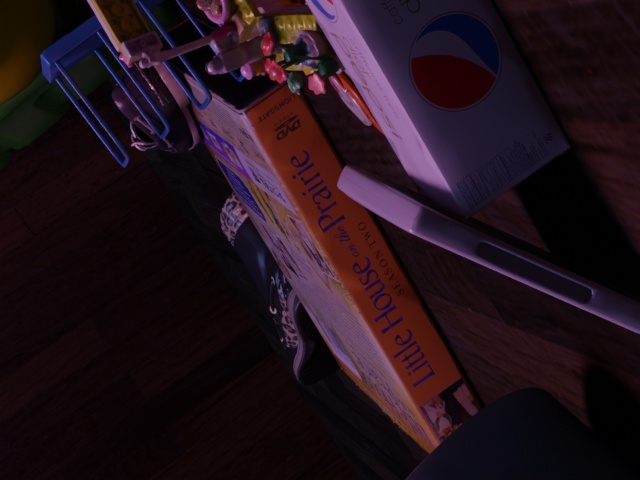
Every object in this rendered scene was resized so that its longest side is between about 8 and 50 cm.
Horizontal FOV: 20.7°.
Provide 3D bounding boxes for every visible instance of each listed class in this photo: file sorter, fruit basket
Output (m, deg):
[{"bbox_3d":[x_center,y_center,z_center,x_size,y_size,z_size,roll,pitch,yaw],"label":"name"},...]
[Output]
[{"bbox_3d":[-0.119,-0.147,1.369,0.104,0.170,0.118,54,173,-3],"label":"file sorter"},{"bbox_3d":[-0.343,-0.224,1.674,0.283,0.392,0.392,53,172,21],"label":"fruit basket"}]

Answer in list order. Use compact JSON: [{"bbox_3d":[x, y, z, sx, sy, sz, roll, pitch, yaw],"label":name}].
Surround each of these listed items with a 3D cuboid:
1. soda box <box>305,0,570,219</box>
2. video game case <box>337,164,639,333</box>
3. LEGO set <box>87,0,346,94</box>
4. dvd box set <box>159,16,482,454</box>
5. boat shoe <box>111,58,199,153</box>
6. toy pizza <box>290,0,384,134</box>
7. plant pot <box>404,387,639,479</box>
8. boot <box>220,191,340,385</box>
[{"bbox_3d":[0.038,-0.121,0.883,0.216,0.069,0.074,59,172,-19],"label":"soda box"},{"bbox_3d":[0.092,0.002,0.966,0.143,0.019,0.157,23,-176,-16],"label":"video game case"},{"bbox_3d":[-0.056,-0.142,1.045,0.287,0.107,0.132,47,147,33],"label":"LEGO set"},{"bbox_3d":[0.000,0.000,1.659,0.420,0.062,0.307,59,171,-24],"label":"dvd box set"},{"bbox_3d":[-0.162,-0.121,1.670,0.075,0.065,0.206,55,173,10],"label":"boat shoe"},{"bbox_3d":[0.008,-0.136,1.136,0.201,0.032,0.201,54,172,11],"label":"toy pizza"},{"bbox_3d":[0.154,0.279,1.122,0.235,0.293,0.293,35,163,26],"label":"plant pot"},{"bbox_3d":[-0.037,0.052,2.032,0.178,0.085,0.236,54,166,27],"label":"boot"}]
